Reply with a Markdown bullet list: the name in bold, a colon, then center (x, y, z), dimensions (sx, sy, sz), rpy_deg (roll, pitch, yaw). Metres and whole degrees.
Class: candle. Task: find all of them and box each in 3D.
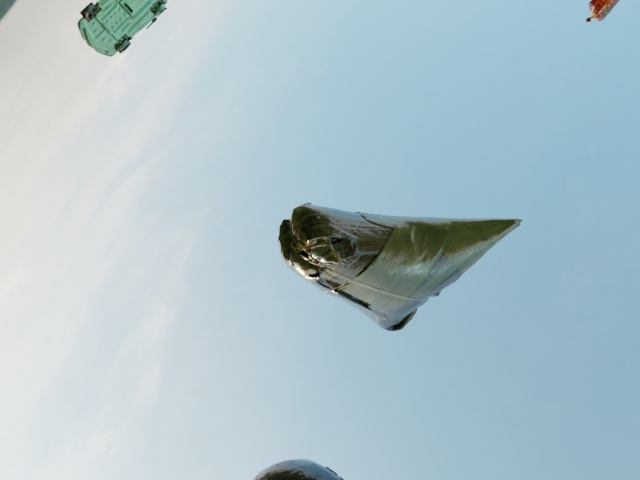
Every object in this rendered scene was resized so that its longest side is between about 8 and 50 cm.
- **candle**: center (0.626, -0.531, 1.018), dimensions (0.130, 0.052, 0.052), rpy_deg (-55, -145, 31)

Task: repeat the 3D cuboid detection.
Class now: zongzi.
- **zongzi**: center (0.128, -0.011, 0.757), dimensions (0.317, 0.289, 0.154), rpy_deg (-37, -135, 21)

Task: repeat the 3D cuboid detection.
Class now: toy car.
- **toy car**: center (-0.235, -0.269, 0.560), dimensions (0.035, 0.059, 0.122), rpy_deg (12, -118, 51)

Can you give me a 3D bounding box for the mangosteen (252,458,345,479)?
- **mangosteen**: center (-0.054, 0.496, 0.770), dimensions (0.228, 0.228, 0.265), rpy_deg (13, -136, 47)
